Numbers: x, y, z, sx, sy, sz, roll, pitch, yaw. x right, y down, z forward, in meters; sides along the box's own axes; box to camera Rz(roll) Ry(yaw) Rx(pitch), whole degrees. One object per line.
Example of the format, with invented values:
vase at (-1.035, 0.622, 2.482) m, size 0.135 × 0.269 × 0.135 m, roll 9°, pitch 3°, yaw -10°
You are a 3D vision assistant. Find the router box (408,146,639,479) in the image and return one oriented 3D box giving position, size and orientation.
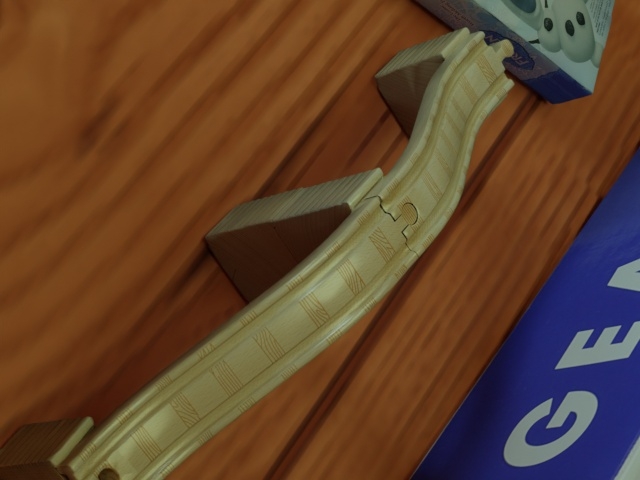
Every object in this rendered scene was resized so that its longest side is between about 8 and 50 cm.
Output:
router box at (0.147, 0.155, 0.494) m, size 0.301 × 0.082 × 0.335 m, roll 53°, pitch 53°, yaw -19°

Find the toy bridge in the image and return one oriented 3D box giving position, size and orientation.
toy bridge at (0.000, 0.000, 0.414) m, size 0.188 × 0.063 × 0.026 m, roll -47°, pitch 111°, yaw -36°

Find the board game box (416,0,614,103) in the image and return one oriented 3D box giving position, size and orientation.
board game box at (0.058, -0.103, 0.513) m, size 0.090 × 0.020 × 0.090 m, roll 33°, pitch 62°, yaw -32°
